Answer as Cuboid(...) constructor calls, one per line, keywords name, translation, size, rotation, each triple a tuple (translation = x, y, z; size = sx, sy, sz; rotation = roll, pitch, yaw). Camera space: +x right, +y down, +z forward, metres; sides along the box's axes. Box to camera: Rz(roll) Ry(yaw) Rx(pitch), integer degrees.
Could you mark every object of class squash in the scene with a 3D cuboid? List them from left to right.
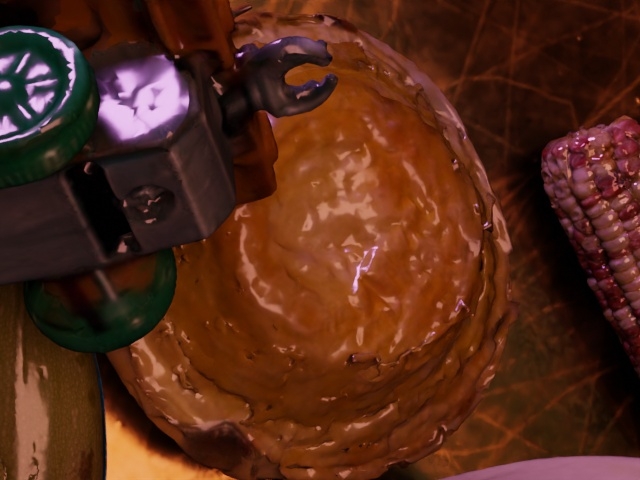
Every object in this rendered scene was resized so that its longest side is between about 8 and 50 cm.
Cuboid(name="squash", translation=(-0.162, 0.132, 0.986), size=(0.095, 0.094, 0.340), rotation=(3, 84, -18))

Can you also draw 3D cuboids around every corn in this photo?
Cuboid(name="corn", translation=(0.212, 0.035, 1.124), size=(0.079, 0.079, 0.237), rotation=(-27, 94, -18))

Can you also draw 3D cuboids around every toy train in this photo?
Cuboid(name="toy train", translation=(-0.208, -0.073, 0.909), size=(0.429, 0.178, 0.249), rotation=(-13, 54, 4))

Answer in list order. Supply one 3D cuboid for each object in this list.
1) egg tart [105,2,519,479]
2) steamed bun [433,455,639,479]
Cuboid(name="egg tart", translation=(0.000, 0.000, 1.024), size=(0.295, 0.116, 0.294), rotation=(3, 82, -24))
Cuboid(name="steamed bun", translation=(0.044, 0.333, 0.922), size=(0.456, 0.290, 0.371), rotation=(-27, 113, -15))
